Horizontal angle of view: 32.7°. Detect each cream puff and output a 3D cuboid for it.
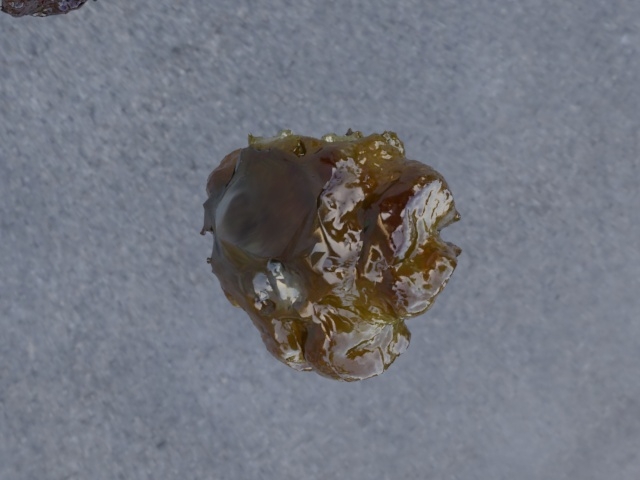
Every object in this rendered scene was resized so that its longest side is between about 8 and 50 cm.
[{"bbox_3d":[0.000,0.000,0.965,0.155,0.269,0.241,0,124,-44],"label":"cream puff"}]

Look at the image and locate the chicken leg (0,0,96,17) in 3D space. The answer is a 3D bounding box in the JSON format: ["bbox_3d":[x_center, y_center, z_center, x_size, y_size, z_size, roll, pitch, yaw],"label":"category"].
[{"bbox_3d":[-0.176,-0.262,0.711,0.083,0.177,0.322,2,164,-9],"label":"chicken leg"}]
